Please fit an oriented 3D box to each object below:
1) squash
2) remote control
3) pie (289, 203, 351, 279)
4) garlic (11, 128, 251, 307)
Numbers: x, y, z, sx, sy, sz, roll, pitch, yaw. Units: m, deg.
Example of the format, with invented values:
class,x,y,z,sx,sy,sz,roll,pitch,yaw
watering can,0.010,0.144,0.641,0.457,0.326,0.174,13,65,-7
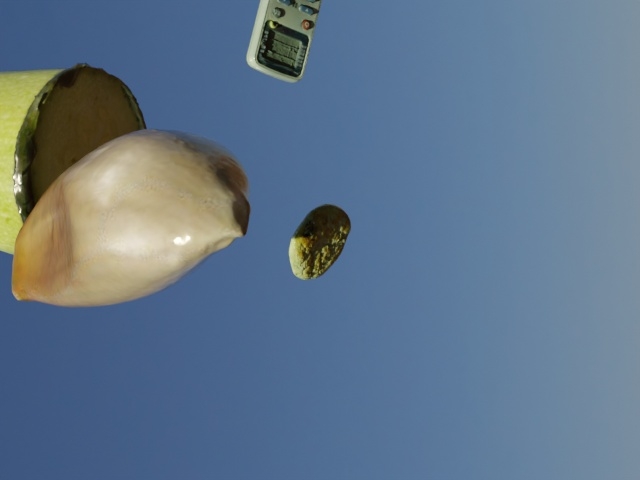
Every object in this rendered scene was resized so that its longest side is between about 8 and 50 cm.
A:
class,x,y,z,sx,sy,sz,roll,pitch,yaw
squash,-0.278,-0.074,1.424,0.220,0.133,0.220,3,-94,-54
remote control,-0.022,-0.185,1.042,0.053,0.018,0.124,18,-97,-36
pie,0.000,0.000,1.386,0.085,0.017,0.085,-30,-48,-38
garlic,-0.158,-0.019,1.075,0.112,0.318,0.143,32,-117,-23
